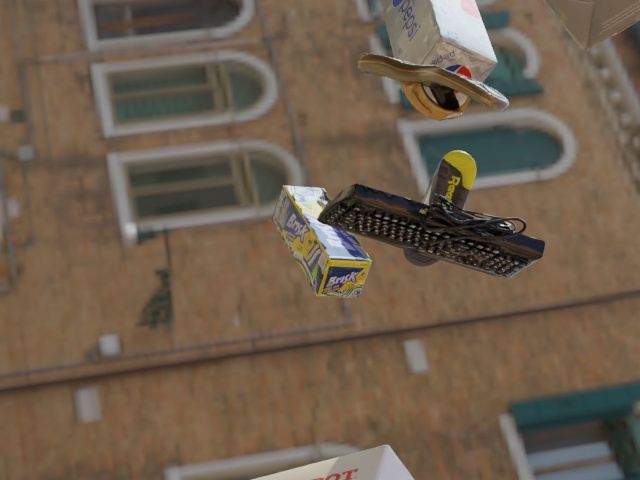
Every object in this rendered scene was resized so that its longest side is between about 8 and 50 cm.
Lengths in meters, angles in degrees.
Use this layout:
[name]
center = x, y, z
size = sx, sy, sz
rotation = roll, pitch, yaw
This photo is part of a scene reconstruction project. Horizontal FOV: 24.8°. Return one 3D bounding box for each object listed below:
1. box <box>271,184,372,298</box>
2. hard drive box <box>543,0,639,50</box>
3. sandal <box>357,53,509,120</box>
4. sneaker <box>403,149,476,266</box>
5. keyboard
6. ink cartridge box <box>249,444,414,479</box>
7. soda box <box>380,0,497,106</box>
[box]
center = 0.000, 0.000, 1.722
size = 0.169, 0.059, 0.054
rotation = -122, -138, -50
[hard drive box]
center = 0.285, -0.314, 1.350
size = 0.089, 0.181, 0.232
rotation = 43, 30, -32
[sandal]
center = 0.105, -0.141, 1.383
size = 0.180, 0.072, 0.049
rotation = 20, -83, 40
[sneaker]
center = 0.138, -0.037, 1.642
size = 0.059, 0.053, 0.144
rotation = -74, -172, -73
[keyboard]
center = 0.099, 0.000, 1.251
size = 0.100, 0.192, 0.038
rotation = 132, -32, -56
[ink cartridge box]
center = -0.036, 0.305, 1.081
size = 0.117, 0.207, 0.283
rotation = 56, 31, -25
[soda box]
center = 0.154, -0.293, 1.965
size = 0.098, 0.091, 0.286
rotation = -55, -156, 29
